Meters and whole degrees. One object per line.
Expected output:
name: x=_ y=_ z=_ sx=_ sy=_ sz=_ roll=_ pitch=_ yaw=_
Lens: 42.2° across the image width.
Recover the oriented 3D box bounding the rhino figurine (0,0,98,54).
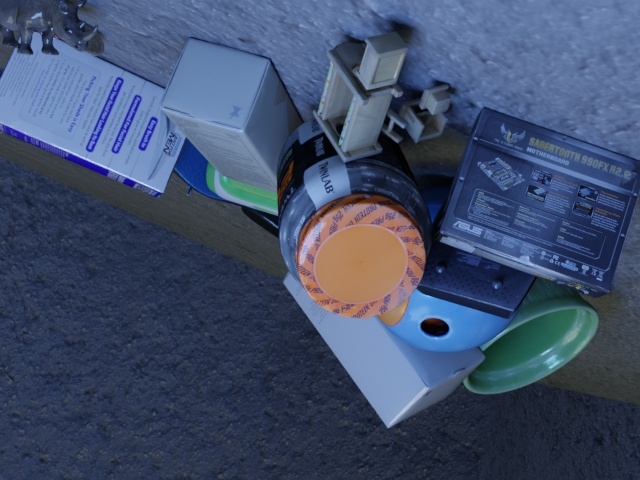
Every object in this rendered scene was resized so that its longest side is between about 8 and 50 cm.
rhino figurine: x=-0.432 y=-0.337 z=1.262 sx=0.243 sy=0.106 sz=0.073 roll=14 pitch=-160 yaw=27

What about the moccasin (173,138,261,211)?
moccasin: x=-0.218 y=-0.135 z=1.783 sx=0.116 sy=0.138 sz=0.342 roll=16 pitch=169 yaw=47

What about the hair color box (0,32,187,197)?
hair color box: x=-0.416 y=-0.231 z=1.530 sx=0.338 sy=0.185 sz=0.110 roll=24 pitch=170 yaw=-14

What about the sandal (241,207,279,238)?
sandal: x=-0.001 y=-0.001 z=2.200 sx=0.445 sy=0.107 sz=0.167 roll=35 pitch=168 yaw=-9

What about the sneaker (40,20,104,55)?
sneaker: x=-0.413 y=-0.339 z=1.362 sx=0.118 sy=0.042 sz=0.067 roll=34 pitch=162 yaw=-23

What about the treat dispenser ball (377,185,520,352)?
treat dispenser ball: x=0.215 y=0.050 z=1.443 sx=0.288 sy=0.288 sz=0.288 roll=20 pitch=170 yaw=4

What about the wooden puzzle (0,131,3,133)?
wooden puzzle: x=-0.703 y=-0.314 z=1.994 sx=0.347 sy=0.081 sz=0.322 roll=13 pitch=168 yaw=16

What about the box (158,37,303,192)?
box: x=-0.127 y=-0.189 z=1.349 sx=0.147 sy=0.121 sz=0.311 roll=18 pitch=169 yaw=13

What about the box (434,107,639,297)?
box: x=0.287 y=-0.050 z=1.090 sx=0.230 sy=0.183 sz=0.056 roll=19 pitch=169 yaw=4

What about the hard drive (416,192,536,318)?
hard drive: x=0.248 y=-0.008 z=1.184 sx=0.171 sy=0.255 sz=0.054 roll=15 pitch=147 yaw=27

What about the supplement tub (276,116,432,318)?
supplement tub: x=0.041 y=-0.043 z=1.179 sx=0.207 sy=0.207 sz=0.338 roll=23 pitch=-159 yaw=-14

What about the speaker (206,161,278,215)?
speaker: x=-0.070 y=-0.110 z=1.631 sx=0.296 sy=0.131 sz=0.131 roll=17 pitch=169 yaw=17

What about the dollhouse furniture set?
dollhouse furniture set: x=0.093 y=-0.211 z=1.039 sx=0.160 sy=0.101 sz=0.182 roll=-17 pitch=150 yaw=-24

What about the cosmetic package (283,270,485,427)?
cosmetic package: x=0.120 y=0.153 z=1.621 sx=0.196 sy=0.155 sz=0.366 roll=-12 pitch=-121 yaw=-44

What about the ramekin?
ramekin: x=0.403 y=0.173 z=1.720 sx=0.303 sy=0.303 sz=0.148 roll=33 pitch=-154 yaw=-49
